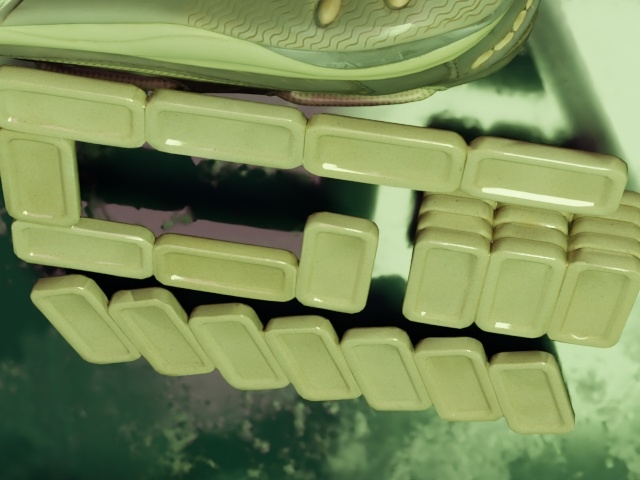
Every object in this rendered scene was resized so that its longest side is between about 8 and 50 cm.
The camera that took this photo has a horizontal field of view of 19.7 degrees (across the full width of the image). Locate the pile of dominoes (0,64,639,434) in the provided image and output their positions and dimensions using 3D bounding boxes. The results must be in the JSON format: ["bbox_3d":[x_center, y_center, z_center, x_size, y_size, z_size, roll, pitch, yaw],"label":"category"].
[{"bbox_3d":[0.000,0.000,0.743,0.251,0.040,0.196,9,145,1],"label":"pile of dominoes"}]

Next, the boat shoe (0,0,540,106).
[{"bbox_3d":[-0.084,-0.108,0.696,0.355,0.130,0.132,16,77,23],"label":"boat shoe"}]
